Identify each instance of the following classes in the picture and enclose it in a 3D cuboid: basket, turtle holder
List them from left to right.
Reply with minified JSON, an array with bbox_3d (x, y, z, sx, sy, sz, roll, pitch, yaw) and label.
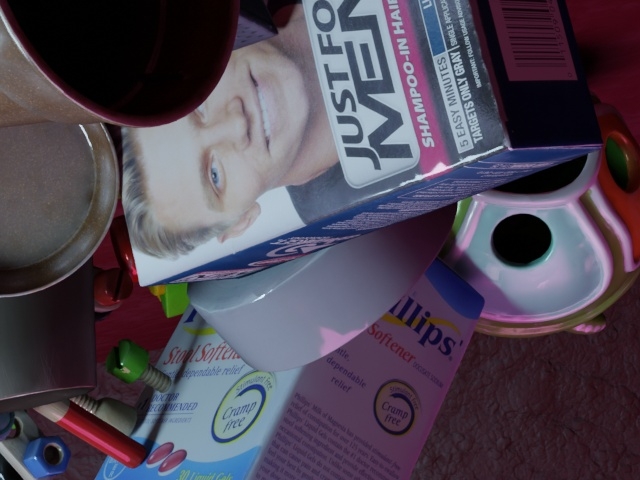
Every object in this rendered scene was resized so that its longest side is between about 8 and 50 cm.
[{"bbox_3d":[-0.258,0.017,1.252,0.204,0.227,0.154,-13,171,7],"label":"basket"},{"bbox_3d":[0.156,-0.053,1.523,0.320,0.243,0.227,26,162,14],"label":"turtle holder"}]

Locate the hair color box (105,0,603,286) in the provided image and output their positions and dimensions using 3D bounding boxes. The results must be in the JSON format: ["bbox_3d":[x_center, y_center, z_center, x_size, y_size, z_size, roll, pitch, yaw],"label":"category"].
[{"bbox_3d":[0.004,-0.092,1.088,0.105,0.174,0.347,-5,169,-46],"label":"hair color box"}]

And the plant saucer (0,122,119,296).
[{"bbox_3d":[-0.228,-0.044,1.156,0.168,0.168,0.029,-11,-167,-7],"label":"plant saucer"}]

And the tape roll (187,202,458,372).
[{"bbox_3d":[0.000,0.000,1.281,0.219,0.072,0.219,-34,-157,16],"label":"tape roll"}]

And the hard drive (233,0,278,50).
[{"bbox_3d":[-0.172,-0.127,1.008,0.255,0.054,0.172,-14,171,19],"label":"hard drive"}]

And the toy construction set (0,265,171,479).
[{"bbox_3d":[-0.303,0.096,1.495,0.237,0.257,0.309,37,169,-30],"label":"toy construction set"}]

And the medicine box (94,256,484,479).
[{"bbox_3d":[-0.032,0.142,1.459,0.149,0.289,0.263,37,155,-25],"label":"medicine box"}]

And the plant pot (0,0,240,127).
[{"bbox_3d":[-0.153,-0.122,0.768,0.165,0.167,0.167,-9,175,37],"label":"plant pot"}]

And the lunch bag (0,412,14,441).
[{"bbox_3d":[-0.383,0.082,1.312,0.108,0.279,0.224,-40,157,20],"label":"lunch bag"}]

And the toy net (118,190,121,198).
[{"bbox_3d":[-0.210,-0.024,1.411,0.045,0.122,0.232,2,166,-19],"label":"toy net"}]

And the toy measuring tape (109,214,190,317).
[{"bbox_3d":[-0.150,-0.039,1.575,0.121,0.121,0.330,-11,149,-10],"label":"toy measuring tape"}]
